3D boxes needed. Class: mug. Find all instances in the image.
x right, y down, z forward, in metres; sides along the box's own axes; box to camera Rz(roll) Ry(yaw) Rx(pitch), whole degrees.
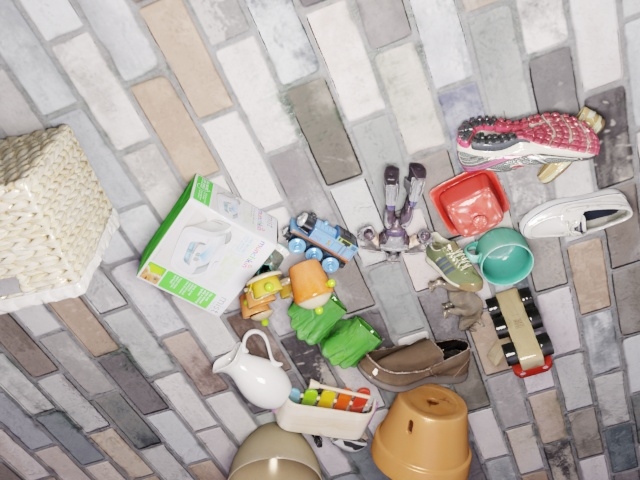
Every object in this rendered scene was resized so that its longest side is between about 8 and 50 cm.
[{"bbox_3d":[0.439,0.025,1.613,0.157,0.097,0.129,35,117,-24],"label":"mug"}]

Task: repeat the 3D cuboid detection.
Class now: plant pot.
[{"bbox_3d":[0.303,0.546,1.888,0.290,0.291,0.204,6,109,-7],"label":"plant pot"},{"bbox_3d":[-0.137,0.666,1.981,0.283,0.191,0.284,-1,125,-2],"label":"plant pot"}]

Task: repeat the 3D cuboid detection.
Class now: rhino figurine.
[{"bbox_3d":[0.372,0.168,1.728,0.106,0.073,0.243,-22,125,16],"label":"rhino figurine"}]

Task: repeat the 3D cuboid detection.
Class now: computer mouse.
[{"bbox_3d":[0.056,0.624,2.025,0.192,0.106,0.042,17,88,-20],"label":"computer mouse"}]

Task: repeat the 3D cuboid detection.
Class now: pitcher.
[{"bbox_3d":[-0.166,0.357,1.812,0.207,0.125,0.178,40,100,-15],"label":"pitcher"}]

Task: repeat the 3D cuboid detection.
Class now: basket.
[{"bbox_3d":[-0.645,-0.046,1.365,0.328,0.331,0.267,-11,120,4],"label":"basket"}]

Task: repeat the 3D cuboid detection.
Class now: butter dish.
[{"bbox_3d":[0.359,-0.070,1.527,0.160,0.118,0.160,-26,124,15],"label":"butter dish"}]

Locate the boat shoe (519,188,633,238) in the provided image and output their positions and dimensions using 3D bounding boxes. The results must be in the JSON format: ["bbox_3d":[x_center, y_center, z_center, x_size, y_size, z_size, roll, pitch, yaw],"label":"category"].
[{"bbox_3d":[0.613,-0.053,1.574,0.258,0.084,0.095,-20,125,11],"label":"boat shoe"}]

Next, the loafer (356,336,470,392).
[{"bbox_3d":[0.259,0.313,1.771,0.365,0.134,0.130,1,115,-34],"label":"loafer"}]

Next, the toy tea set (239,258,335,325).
[{"bbox_3d":[-0.091,0.149,1.582,0.199,0.124,0.336,-17,170,-18],"label":"toy tea set"}]

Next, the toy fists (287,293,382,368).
[{"bbox_3d":[0.030,0.236,1.742,0.142,0.096,0.279,-44,118,7],"label":"toy fists"}]

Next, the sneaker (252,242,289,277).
[{"bbox_3d":[-0.139,0.066,1.597,0.065,0.076,0.166,36,143,-3],"label":"sneaker"}]

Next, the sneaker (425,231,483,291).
[{"bbox_3d":[0.316,0.044,1.572,0.064,0.192,0.086,-19,123,-22],"label":"sneaker"}]

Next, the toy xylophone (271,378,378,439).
[{"bbox_3d":[0.025,0.490,1.931,0.322,0.081,0.236,18,123,-16],"label":"toy xylophone"}]

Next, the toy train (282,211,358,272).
[{"bbox_3d":[0.000,0.000,1.584,0.184,0.080,0.105,30,110,-18],"label":"toy train"}]

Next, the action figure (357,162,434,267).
[{"bbox_3d":[0.180,-0.043,1.552,0.185,0.099,0.285,-4,129,-7],"label":"action figure"}]

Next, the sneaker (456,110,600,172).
[{"bbox_3d":[0.452,-0.207,1.437,0.299,0.121,0.112,4,139,15],"label":"sneaker"}]

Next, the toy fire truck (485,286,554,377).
[{"bbox_3d":[0.517,0.278,1.742,0.158,0.217,0.246,-19,139,10],"label":"toy fire truck"}]

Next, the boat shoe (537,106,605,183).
[{"bbox_3d":[0.546,-0.217,1.474,0.072,0.068,0.190,34,109,-10],"label":"boat shoe"}]

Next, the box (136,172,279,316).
[{"bbox_3d":[-0.265,0.016,1.550,0.231,0.127,0.262,31,117,-21],"label":"box"}]
